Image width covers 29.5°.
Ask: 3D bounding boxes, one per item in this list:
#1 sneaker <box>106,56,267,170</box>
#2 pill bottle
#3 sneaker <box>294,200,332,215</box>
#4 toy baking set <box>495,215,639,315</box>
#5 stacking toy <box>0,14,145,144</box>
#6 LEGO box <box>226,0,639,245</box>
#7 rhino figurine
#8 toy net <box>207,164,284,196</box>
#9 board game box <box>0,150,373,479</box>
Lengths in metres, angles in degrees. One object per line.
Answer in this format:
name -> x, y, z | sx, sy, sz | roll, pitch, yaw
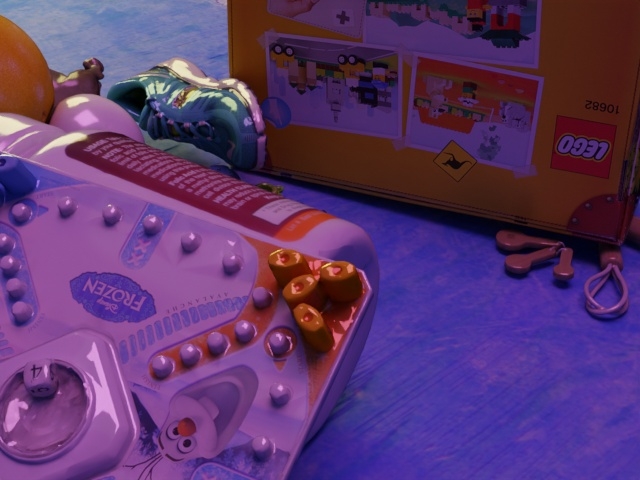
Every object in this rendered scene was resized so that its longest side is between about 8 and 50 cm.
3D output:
sneaker -> -0.157, -0.142, 1.454 | 0.110, 0.107, 0.275 | -19, 29, -34
pill bottle -> -0.164, 0.028, 1.123 | 0.392, 0.224, 0.224 | 22, 35, 23
sneaker -> 0.000, 0.000, 1.348 | 0.052, 0.058, 0.135 | -22, 42, -36
toy baking set -> 0.320, 0.019, 1.400 | 0.256, 0.030, 0.197 | 24, 41, 33
stacking toy -> -0.430, -0.173, 1.388 | 0.480, 0.350, 0.350 | 19, 31, -8
LEGO box -> 0.148, -0.241, 1.430 | 0.500, 0.372, 0.193 | 13, 33, 18
rhino figurine -> -0.400, -0.190, 1.574 | 0.243, 0.073, 0.106 | -4, 30, -12
toy net -> -0.151, -0.022, 1.376 | 0.122, 0.045, 0.232 | 28, 40, 28
board game box -> -0.211, 0.127, 0.921 | 0.390, 0.050, 0.390 | 18, 68, 21
